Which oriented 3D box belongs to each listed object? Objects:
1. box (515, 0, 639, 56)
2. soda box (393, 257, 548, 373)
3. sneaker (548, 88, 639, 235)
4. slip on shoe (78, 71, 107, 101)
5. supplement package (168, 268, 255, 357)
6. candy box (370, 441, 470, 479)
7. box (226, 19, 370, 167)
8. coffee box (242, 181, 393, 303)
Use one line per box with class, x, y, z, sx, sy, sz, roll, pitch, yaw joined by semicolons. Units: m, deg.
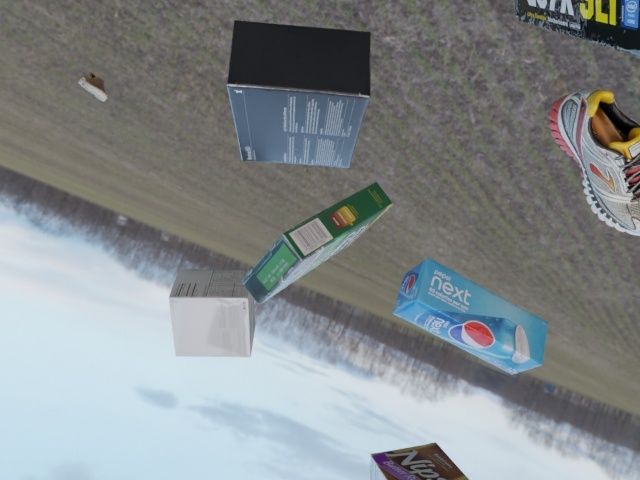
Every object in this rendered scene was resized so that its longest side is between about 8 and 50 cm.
box;0.271;-0.316;0.541;0.079;0.257;0.322;-16;-151;-2
soda box;0.213;0.110;0.848;0.210;0.071;0.067;27;149;-10
sneaker;0.394;-0.100;0.797;0.225;0.088;0.092;53;169;-5
slip on shoe;-0.522;-0.360;1.396;0.051;0.041;0.135;44;173;-39
supplement package;-0.285;0.194;1.618;0.203;0.194;0.149;1;-152;-1
candy box;0.149;0.348;0.808;0.109;0.053;0.186;-5;-166;-15
box;-0.032;-0.202;0.887;0.184;0.103;0.261;2;166;-3
coffee box;0.000;0.000;0.729;0.040;0.184;0.113;51;135;7
